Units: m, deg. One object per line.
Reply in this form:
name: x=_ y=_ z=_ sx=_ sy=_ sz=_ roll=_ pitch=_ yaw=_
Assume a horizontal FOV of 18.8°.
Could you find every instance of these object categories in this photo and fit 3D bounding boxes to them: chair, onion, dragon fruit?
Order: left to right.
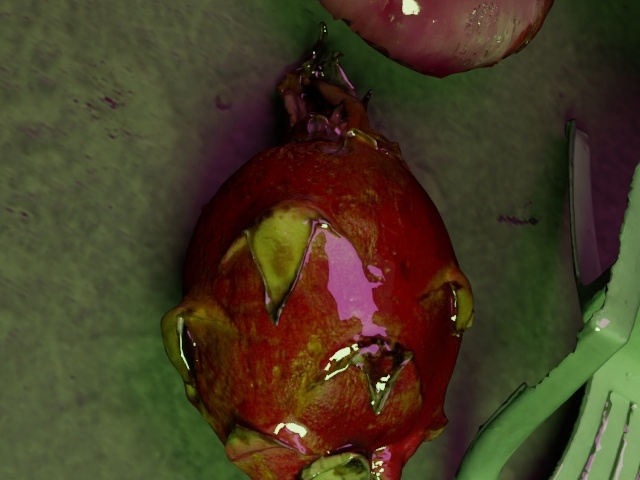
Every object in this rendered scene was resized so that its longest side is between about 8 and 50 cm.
dragon fruit: x=0.000 y=0.000 z=0.831 sx=0.125 sy=0.125 sz=0.246 roll=14 pitch=45 yaw=-9
onion: x=0.061 y=-0.163 z=0.910 sx=0.150 sy=0.140 sz=0.150 roll=20 pitch=43 yaw=-20
chair: x=0.181 y=0.052 z=0.874 sx=0.203 sy=0.190 sz=0.275 roll=29 pitch=49 yaw=-15
